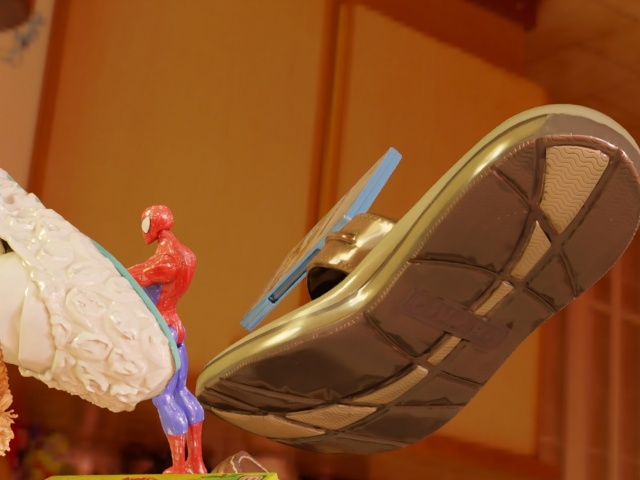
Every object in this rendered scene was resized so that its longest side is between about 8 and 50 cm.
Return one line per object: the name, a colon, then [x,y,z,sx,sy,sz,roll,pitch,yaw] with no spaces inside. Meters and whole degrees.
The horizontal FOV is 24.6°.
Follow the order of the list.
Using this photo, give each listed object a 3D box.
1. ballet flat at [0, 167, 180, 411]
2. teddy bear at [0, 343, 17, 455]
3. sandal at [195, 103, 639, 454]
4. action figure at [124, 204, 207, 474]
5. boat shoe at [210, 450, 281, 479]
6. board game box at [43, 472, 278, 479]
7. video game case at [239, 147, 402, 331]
ballet flat: [-0.291,0.019,1.255,0.409,0.147,0.147,42,-179,30]
teddy bear: [-0.332,0.082,1.012,0.338,0.245,0.113,-33,174,40]
sandal: [0.053,0.024,0.790,0.120,0.086,0.303,31,126,-27]
action figure: [-0.187,0.103,1.460,0.139,0.280,0.091,2,-173,13]
boat shoe: [0.042,0.292,1.304,0.324,0.116,0.123,42,-168,-3]
board game box: [-0.115,0.213,1.029,0.181,0.092,0.043,-4,-173,22]
video game case: [0.000,0.000,1.265,0.015,0.119,0.166,40,129,-5]
